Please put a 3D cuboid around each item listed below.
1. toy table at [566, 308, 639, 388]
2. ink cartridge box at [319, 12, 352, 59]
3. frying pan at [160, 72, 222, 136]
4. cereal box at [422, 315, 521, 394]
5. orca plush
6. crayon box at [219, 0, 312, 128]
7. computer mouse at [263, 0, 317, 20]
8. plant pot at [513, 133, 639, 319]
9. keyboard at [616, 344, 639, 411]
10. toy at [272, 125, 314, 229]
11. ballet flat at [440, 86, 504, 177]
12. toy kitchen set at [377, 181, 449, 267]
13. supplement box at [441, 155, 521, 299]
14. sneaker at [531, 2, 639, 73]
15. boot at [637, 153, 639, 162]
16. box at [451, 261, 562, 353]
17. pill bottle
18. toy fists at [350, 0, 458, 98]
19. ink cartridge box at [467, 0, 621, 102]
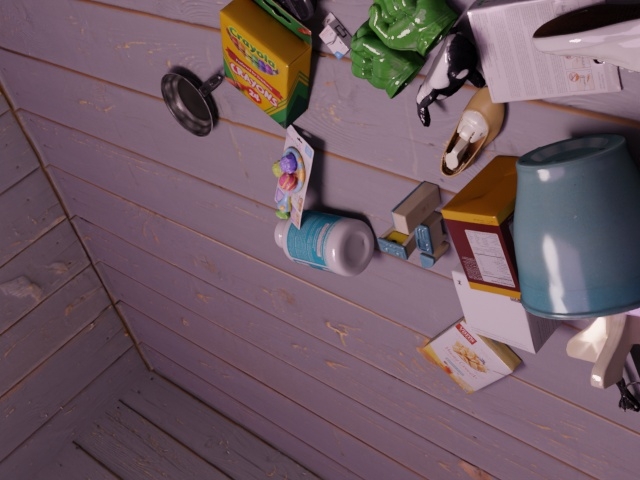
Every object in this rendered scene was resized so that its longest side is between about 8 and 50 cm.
[{"bbox_3d":[0.564,0.158,1.555,0.274,0.252,0.161,18,113,56],"label":"toy table"},{"bbox_3d":[0.030,-0.420,1.768,0.083,0.028,0.048,50,151,-4],"label":"ink cartridge box"},{"bbox_3d":[-0.339,-0.400,2.269,0.197,0.053,0.326,43,149,9],"label":"frying pan"},{"bbox_3d":[0.374,0.286,2.150,0.173,0.047,0.240,45,151,5],"label":"cereal box"},{"bbox_3d":[0.244,-0.280,1.562,0.102,0.151,0.287,22,155,-1],"label":"orca plush"},{"bbox_3d":[-0.121,-0.402,1.882,0.202,0.081,0.318,41,161,13],"label":"crayon box"},{"bbox_3d":[-0.094,-0.537,1.767,0.184,0.060,0.262,56,162,-22],"label":"computer mouse"},{"bbox_3d":[0.448,-0.037,1.461,0.271,0.271,0.255,1,112,53],"label":"plant pot"},{"bbox_3d":[0.683,0.289,1.756,0.201,0.033,0.317,-1,125,46],"label":"keyboard"},{"bbox_3d":[-0.084,-0.154,2.122,0.137,0.056,0.237,51,145,40],"label":"toy"},{"bbox_3d":[0.287,-0.197,1.648,0.080,0.073,0.232,39,150,15],"label":"ballet flat"},{"bbox_3d":[0.181,-0.030,1.946,0.166,0.122,0.207,21,142,39],"label":"toy kitchen set"},{"bbox_3d":[0.361,-0.027,1.634,0.129,0.191,0.194,11,134,47],"label":"supplement box"},{"bbox_3d":[0.453,-0.282,1.273,0.290,0.106,0.123,6,132,43],"label":"sneaker"},{"bbox_3d":[0.592,-0.082,1.374,0.178,0.085,0.236,38,148,25],"label":"boot"},{"bbox_3d":[0.400,0.119,1.837,0.181,0.119,0.182,17,139,43],"label":"box"},{"bbox_3d":[0.000,0.000,2.204,0.264,0.146,0.146,14,137,45],"label":"pill bottle"},{"bbox_3d":[0.137,-0.381,1.603,0.142,0.096,0.279,46,153,4],"label":"toy fists"},{"bbox_3d":[0.373,-0.324,1.422,0.224,0.056,0.181,-2,127,31],"label":"ink cartridge box"}]
